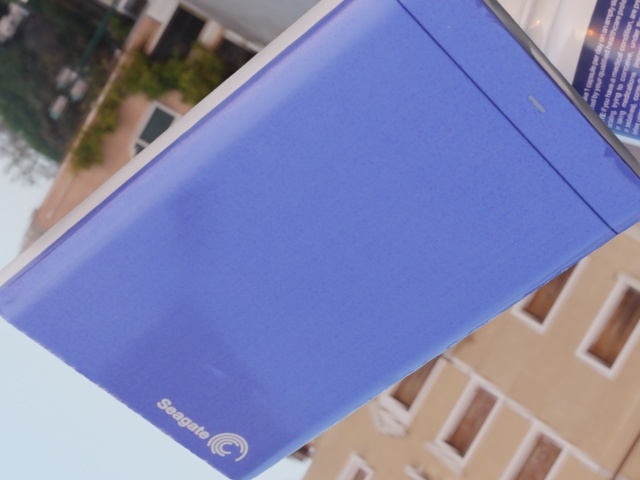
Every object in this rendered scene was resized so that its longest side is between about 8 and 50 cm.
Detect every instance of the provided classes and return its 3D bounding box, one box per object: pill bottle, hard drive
[{"bbox_3d":[0.194,-0.116,0.742,0.187,0.112,0.112,18,-179,14],"label":"pill bottle"},{"bbox_3d":[0.000,0.000,0.680,0.210,0.319,0.040,41,-156,-28],"label":"hard drive"}]
